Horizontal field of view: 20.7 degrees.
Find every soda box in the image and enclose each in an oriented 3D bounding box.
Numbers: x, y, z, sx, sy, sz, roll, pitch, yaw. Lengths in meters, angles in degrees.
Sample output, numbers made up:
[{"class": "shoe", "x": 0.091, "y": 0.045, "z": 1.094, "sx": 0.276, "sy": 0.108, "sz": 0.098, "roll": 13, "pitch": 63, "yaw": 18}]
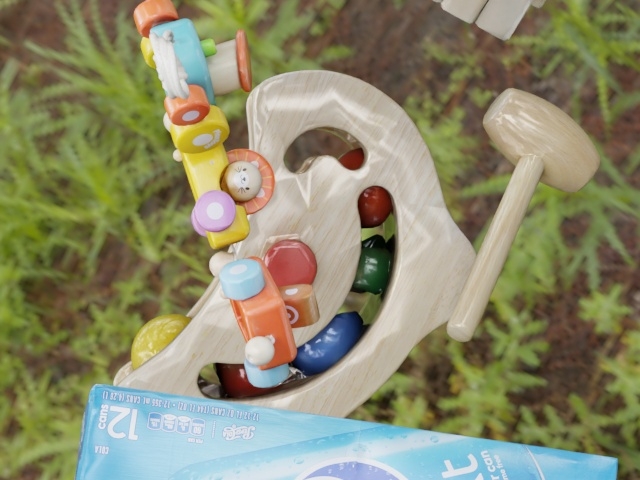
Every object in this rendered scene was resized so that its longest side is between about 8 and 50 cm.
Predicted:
[{"class": "soda box", "x": 0.006, "y": 0.109, "z": 0.700, "sx": 0.071, "sy": 0.210, "sz": 0.067, "roll": 123, "pitch": 155, "yaw": -73}]

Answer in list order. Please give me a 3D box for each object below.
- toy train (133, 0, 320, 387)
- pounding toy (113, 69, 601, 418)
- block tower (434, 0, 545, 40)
[{"class": "toy train", "x": -0.035, "y": -0.027, "z": 0.765, "sx": 0.046, "sy": 0.166, "sz": 0.125, "roll": -18, "pitch": 26, "yaw": -7}, {"class": "pounding toy", "x": 0.000, "y": 0.000, "z": 0.883, "sx": 0.269, "sy": 0.154, "sz": 0.155, "roll": -46, "pitch": 5, "yaw": -1}, {"class": "block tower", "x": -0.027, "y": -0.209, "z": 0.754, "sx": 0.091, "sy": 0.335, "sz": 0.097, "roll": -58, "pitch": 9, "yaw": 29}]
